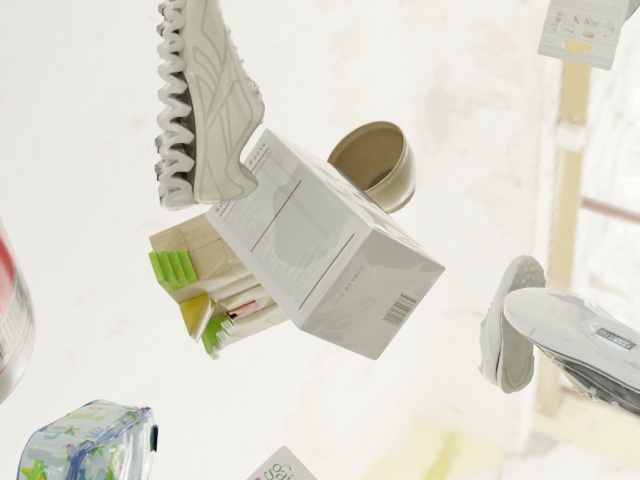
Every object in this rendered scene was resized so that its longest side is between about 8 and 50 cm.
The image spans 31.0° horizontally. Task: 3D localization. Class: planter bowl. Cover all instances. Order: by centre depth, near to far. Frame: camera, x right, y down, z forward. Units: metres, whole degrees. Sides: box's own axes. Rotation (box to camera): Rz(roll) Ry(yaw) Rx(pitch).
[{"bbox_3d":[0.101,-0.112,2.004,0.109,0.162,0.162,47,-117,-41],"label":"planter bowl"}]

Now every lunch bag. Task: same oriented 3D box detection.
[{"bbox_3d":[-0.267,0.288,1.332,0.219,0.090,0.176,-22,-59,-73],"label":"lunch bag"}]

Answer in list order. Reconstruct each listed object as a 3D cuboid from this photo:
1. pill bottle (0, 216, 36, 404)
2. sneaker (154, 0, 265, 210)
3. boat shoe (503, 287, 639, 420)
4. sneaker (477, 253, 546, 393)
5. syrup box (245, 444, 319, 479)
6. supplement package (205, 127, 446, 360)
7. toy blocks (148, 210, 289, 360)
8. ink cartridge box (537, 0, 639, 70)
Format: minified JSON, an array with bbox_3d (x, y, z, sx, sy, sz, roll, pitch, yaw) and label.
[{"bbox_3d":[-0.382,-0.017,0.932,0.229,0.229,0.407,-56,-21,-31],"label":"pill bottle"},{"bbox_3d":[-0.119,-0.176,1.238,0.110,0.118,0.292,-113,25,-69],"label":"sneaker"},{"bbox_3d":[0.346,0.151,1.446,0.108,0.301,0.102,-22,-58,-34],"label":"boat shoe"},{"bbox_3d":[0.303,0.130,1.890,0.090,0.095,0.235,1,-73,-27],"label":"sneaker"},{"bbox_3d":[-0.091,0.332,1.212,0.237,0.093,0.096,-42,-11,-12],"label":"syrup box"},{"bbox_3d":[0.000,0.000,1.315,0.134,0.244,0.139,27,-76,-43],"label":"supplement package"},{"bbox_3d":[-0.084,0.035,1.738,0.261,0.190,0.381,-23,-23,1],"label":"toy blocks"},{"bbox_3d":[0.479,-0.422,1.994,0.066,0.189,0.232,-3,-72,-33],"label":"ink cartridge box"}]
